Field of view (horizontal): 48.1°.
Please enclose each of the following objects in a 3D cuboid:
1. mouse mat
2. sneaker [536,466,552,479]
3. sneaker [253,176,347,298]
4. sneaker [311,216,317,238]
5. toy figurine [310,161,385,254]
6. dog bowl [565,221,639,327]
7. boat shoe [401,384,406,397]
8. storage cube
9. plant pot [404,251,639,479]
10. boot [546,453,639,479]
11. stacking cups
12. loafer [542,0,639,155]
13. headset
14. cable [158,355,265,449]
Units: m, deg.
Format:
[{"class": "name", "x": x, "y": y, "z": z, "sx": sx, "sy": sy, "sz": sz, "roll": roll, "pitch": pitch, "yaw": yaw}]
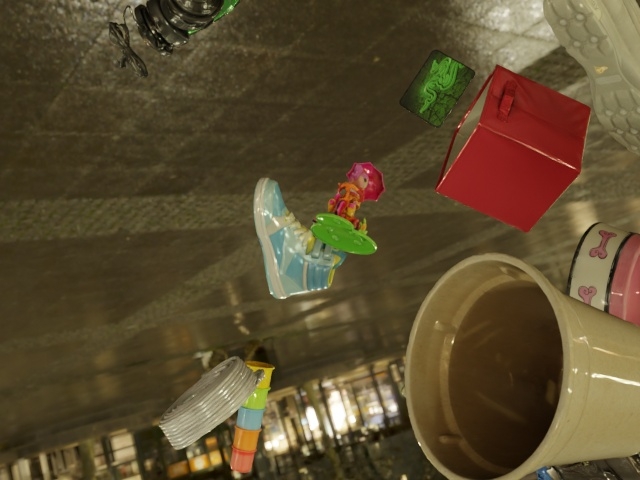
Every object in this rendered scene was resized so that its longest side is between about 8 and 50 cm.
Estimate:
[{"class": "mouse mat", "x": 0.328, "y": -0.430, "z": 2.033, "sx": 0.189, "sy": 0.153, "sz": 0.007, "roll": -56, "pitch": 155, "yaw": 8}, {"class": "sneaker", "x": 0.542, "y": 0.596, "z": 1.735, "sx": 0.085, "sy": 0.152, "sz": 0.058, "roll": -39, "pitch": -165, "yaw": -14}, {"class": "sneaker", "x": -0.045, "y": -0.014, "z": 1.809, "sx": 0.208, "sy": 0.318, "sz": 0.127, "roll": -6, "pitch": -162, "yaw": 16}, {"class": "sneaker", "x": 0.000, "y": 0.000, "z": 2.160, "sx": 0.075, "sy": 0.063, "sz": 0.170, "roll": -48, "pitch": 148, "yaw": -22}, {"class": "toy figurine", "x": 0.061, "y": -0.080, "z": 1.343, "sx": 0.130, "sy": 0.159, "sz": 0.173, "roll": 12, "pitch": 162, "yaw": 21}, {"class": "dog bowl", "x": 0.834, "y": 0.156, "z": 2.017, "sx": 0.151, "sy": 0.407, "sz": 0.408, "roll": 8, "pitch": -175, "yaw": 39}, {"class": "boat shoe", "x": 0.263, "y": 0.384, "z": 1.751, "sx": 0.136, "sy": 0.045, "sz": 0.050, "roll": 9, "pitch": 115, "yaw": -18}, {"class": "storage cube", "x": 0.348, "y": -0.164, "z": 1.305, "sx": 0.193, "sy": 0.183, "sz": 0.215, "roll": 24, "pitch": 142, "yaw": 0}, {"class": "plant pot", "x": 0.351, "y": 0.208, "z": 1.095, "sx": 0.306, "sy": 0.333, "sz": 0.334, "roll": 13, "pitch": 153, "yaw": -29}, {"class": "boot", "x": 0.585, "y": 0.451, "z": 1.614, "sx": 0.091, "sy": 0.263, "sz": 0.229, "roll": -44, "pitch": -175, "yaw": -41}, {"class": "stacking cups", "x": -0.210, "y": 0.517, "z": 2.102, "sx": 0.096, "sy": 0.316, "sz": 0.096, "roll": 11, "pitch": 178, "yaw": 0}, {"class": "loafer", "x": 0.417, "y": -0.244, "z": 0.977, "sx": 0.111, "sy": 0.319, "sz": 0.112, "roll": -52, "pitch": -148, "yaw": -18}, {"class": "headset", "x": -0.314, "y": -0.487, "z": 1.616, "sx": 0.243, "sy": 0.185, "sz": 0.394, "roll": -24, "pitch": -173, "yaw": 41}, {"class": "cable", "x": -0.267, "y": 0.385, "z": 1.715, "sx": 0.257, "sy": 0.089, "sz": 0.257, "roll": -36, "pitch": -176, "yaw": 11}]
